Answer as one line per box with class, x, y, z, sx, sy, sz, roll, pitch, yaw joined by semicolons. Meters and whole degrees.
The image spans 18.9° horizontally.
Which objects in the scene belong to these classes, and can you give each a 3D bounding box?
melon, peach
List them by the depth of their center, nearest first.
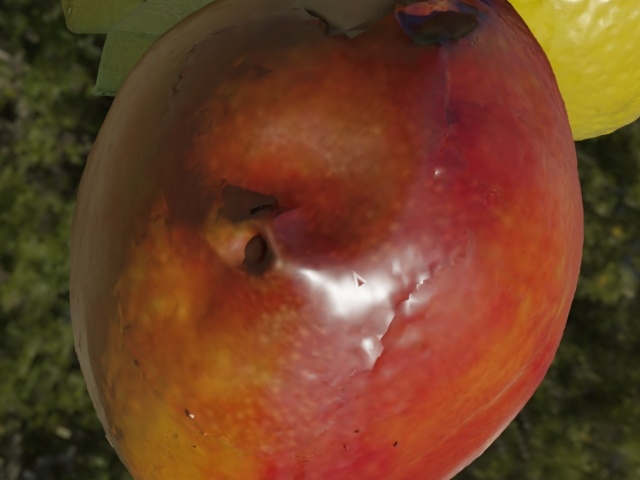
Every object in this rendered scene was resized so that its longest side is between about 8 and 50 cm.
peach;0.001;0.002;1.117;0.290;0.373;0.372;52;-57;21
melon;-0.116;-0.155;1.291;0.209;0.118;0.064;-111;-166;-57

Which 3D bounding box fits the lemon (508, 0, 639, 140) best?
lemon;0.160;-0.233;1.459;0.336;0.336;0.336;-51;-158;30
